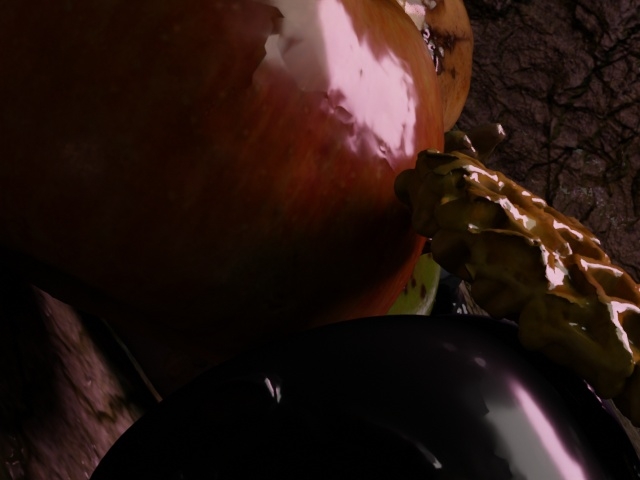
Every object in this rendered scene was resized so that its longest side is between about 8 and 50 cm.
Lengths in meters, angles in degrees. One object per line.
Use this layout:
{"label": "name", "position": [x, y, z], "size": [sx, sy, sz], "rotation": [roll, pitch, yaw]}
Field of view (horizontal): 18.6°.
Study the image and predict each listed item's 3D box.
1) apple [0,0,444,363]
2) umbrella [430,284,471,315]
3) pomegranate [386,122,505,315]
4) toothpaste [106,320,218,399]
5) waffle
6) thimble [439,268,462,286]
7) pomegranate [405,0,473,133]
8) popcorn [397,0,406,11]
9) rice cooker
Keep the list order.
{"label": "apple", "position": [-0.075, -0.084, 0.985], "size": [0.309, 0.250, 0.277], "rotation": [27, -10, 7]}
{"label": "umbrella", "position": [0.130, 0.127, 1.745], "size": [0.272, 0.110, 0.122], "rotation": [54, -24, -12]}
{"label": "pomegranate", "position": [0.000, 0.000, 1.213], "size": [0.211, 0.263, 0.211], "rotation": [21, 62, -47]}
{"label": "toothpaste", "position": [-0.065, 0.092, 1.118], "size": [0.048, 0.075, 0.301], "rotation": [-22, 79, -49]}
{"label": "waffle", "position": [0.113, 0.023, 0.857], "size": [0.194, 0.051, 0.149], "rotation": [39, 11, 15]}
{"label": "thimble", "position": [0.125, 0.089, 1.610], "size": [0.143, 0.198, 0.235], "rotation": [-42, 130, -80]}
{"label": "pomegranate", "position": [0.001, -0.159, 1.649], "size": [0.260, 0.260, 0.260], "rotation": [52, 11, -15]}
{"label": "popcorn", "position": [-0.045, -0.120, 1.398], "size": [0.242, 0.235, 0.250], "rotation": [20, 5, -16]}
{"label": "rice cooker", "position": [0.025, 0.156, 0.840], "size": [0.267, 0.267, 0.224], "rotation": [59, 12, 19]}
